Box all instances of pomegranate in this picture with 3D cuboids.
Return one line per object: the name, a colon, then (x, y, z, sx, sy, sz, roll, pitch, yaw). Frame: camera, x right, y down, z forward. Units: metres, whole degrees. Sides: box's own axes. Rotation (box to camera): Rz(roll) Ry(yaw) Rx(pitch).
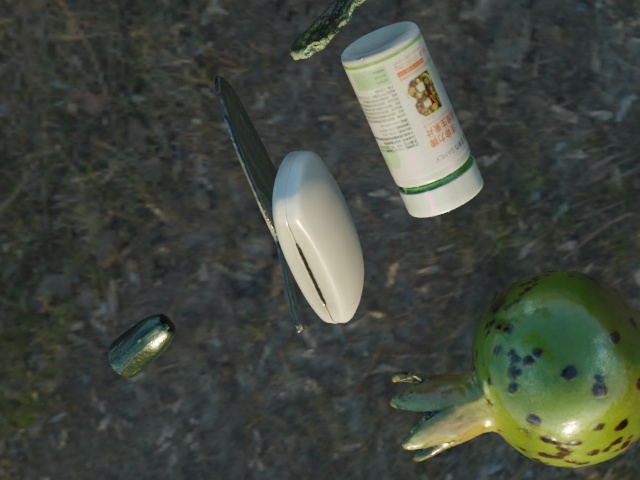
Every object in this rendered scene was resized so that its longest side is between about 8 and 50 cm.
pomegranate: (0.236, 0.156, 1.514, 0.286, 0.231, 0.231, -26, 83, 23)

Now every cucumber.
cucumber: (-0.198, 0.113, 1.539, 0.105, 0.048, 0.048, -41, 76, 38)

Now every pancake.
pancake: (0.011, -0.272, 1.701, 0.022, 0.116, 0.129, 45, 83, -18)

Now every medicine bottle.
medicine bottle: (0.093, -0.122, 1.377, 0.086, 0.086, 0.183, -15, 113, 27)

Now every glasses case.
glasses case: (0.000, 0.000, 1.196, 0.049, 0.197, 0.076, 2, 56, 19)

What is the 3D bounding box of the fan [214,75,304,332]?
fan: (-0.049, -0.030, 1.440, 0.012, 0.223, 0.294, -21, 78, 6)
